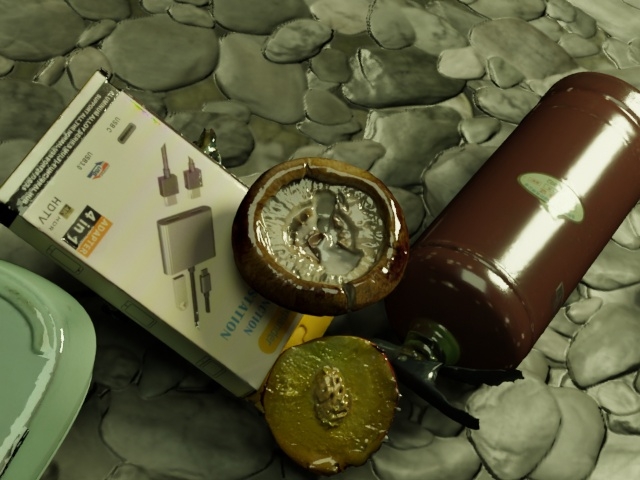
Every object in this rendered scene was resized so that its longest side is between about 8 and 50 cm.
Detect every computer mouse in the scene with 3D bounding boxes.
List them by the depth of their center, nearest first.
[{"bbox_3d":[-0.254,0.132,0.773,0.160,0.097,0.288,27,63,8],"label":"computer mouse"}]

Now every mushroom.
[{"bbox_3d":[0.000,0.000,0.869,0.123,0.052,0.123,2,68,-5],"label":"mushroom"}]

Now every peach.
[{"bbox_3d":[0.010,0.108,0.859,0.098,0.061,0.098,0,93,7],"label":"peach"}]

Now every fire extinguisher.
[{"bbox_3d":[0.147,0.008,0.935,0.135,0.114,0.337,10,43,39],"label":"fire extinguisher"}]

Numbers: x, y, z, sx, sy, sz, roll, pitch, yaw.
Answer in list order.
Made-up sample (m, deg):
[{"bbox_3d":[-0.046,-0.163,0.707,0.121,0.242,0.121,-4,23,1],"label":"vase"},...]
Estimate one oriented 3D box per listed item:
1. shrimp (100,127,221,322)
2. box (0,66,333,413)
[{"bbox_3d":[-0.109,-0.005,0.945,0.076,0.082,0.174,41,52,-32],"label":"shrimp"},{"bbox_3d":[-0.095,0.002,0.880,0.247,0.033,0.129,37,59,-10],"label":"box"}]
